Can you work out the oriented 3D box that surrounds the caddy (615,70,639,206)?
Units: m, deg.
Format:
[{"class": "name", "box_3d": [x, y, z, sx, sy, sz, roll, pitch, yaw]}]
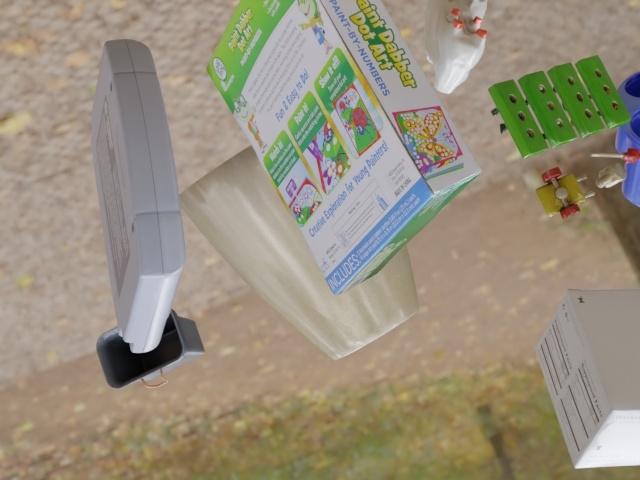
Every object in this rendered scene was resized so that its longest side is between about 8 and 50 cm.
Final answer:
[{"class": "caddy", "box_3d": [0.624, -0.167, 2.302, 0.341, 0.241, 0.179, 5, 135, -2]}]

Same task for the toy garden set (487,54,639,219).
[{"class": "toy garden set", "box_3d": [0.348, -0.141, 2.032, 0.244, 0.203, 0.049, -19, 170, -42]}]

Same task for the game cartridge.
[{"class": "game cartridge", "box_3d": [-0.194, -0.054, 1.531, 0.060, 0.294, 0.196, -5, 151, -14]}]

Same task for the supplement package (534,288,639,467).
[{"class": "supplement package", "box_3d": [0.460, 0.184, 1.989, 0.262, 0.204, 0.145, -1, 140, -16]}]

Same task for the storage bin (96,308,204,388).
[{"class": "storage bin", "box_3d": [-0.232, 0.160, 2.074, 0.135, 0.098, 0.091, -27, 162, 20]}]

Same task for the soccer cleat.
[{"class": "soccer cleat", "box_3d": [0.133, -0.221, 1.497, 0.068, 0.196, 0.076, 22, 121, -9]}]

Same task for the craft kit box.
[{"class": "craft kit box", "box_3d": [0.008, -0.105, 1.218, 0.061, 0.246, 0.250, -28, 171, -25]}]

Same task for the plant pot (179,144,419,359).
[{"class": "plant pot", "box_3d": [0.000, 0.000, 1.810, 0.256, 0.274, 0.256, -31, 180, 0]}]
